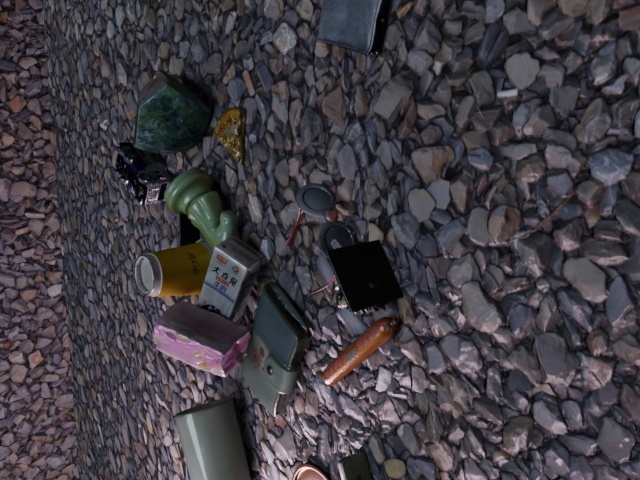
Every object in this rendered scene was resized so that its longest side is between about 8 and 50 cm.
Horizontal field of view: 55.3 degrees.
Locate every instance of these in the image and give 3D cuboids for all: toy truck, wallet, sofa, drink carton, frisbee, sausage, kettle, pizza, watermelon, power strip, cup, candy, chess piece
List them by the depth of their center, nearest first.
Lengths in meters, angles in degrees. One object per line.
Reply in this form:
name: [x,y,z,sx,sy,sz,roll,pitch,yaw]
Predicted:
wallet: [0.073,-0.526,1.416,0.222,0.036,0.168,31,121,46]
sausage: [0.090,0.281,1.529,0.348,0.053,0.053,-51,58,43]
power strip: [0.101,0.640,1.563,0.029,0.079,0.227,-28,74,55]
frisbee: [-0.006,0.769,1.768,0.250,0.021,0.251,14,109,49]
wallet: [-0.142,0.336,1.811,0.252,0.083,0.361,48,132,42]
candy: [-0.359,0.299,1.854,0.264,0.155,0.116,20,118,19]
pizza: [-0.280,-0.312,1.892,0.184,0.036,0.176,-12,88,52]
drink carton: [-0.290,0.148,1.905,0.130,0.106,0.315,32,125,12]
chess piece: [-0.355,-0.077,1.961,0.298,0.175,0.176,49,133,16]
cup: [-0.453,0.098,1.997,0.196,0.279,0.197,5,97,46]
watermelon: [-0.515,-0.443,2.034,0.387,0.228,0.259,-39,58,57]
kettle: [-0.369,0.715,2.067,0.265,0.205,0.318,-24,80,48]
sofa: [-0.474,-0.032,2.147,0.060,0.085,0.147,15,109,46]
toy truck: [-0.650,-0.250,2.274,0.268,0.155,0.124,48,131,31]

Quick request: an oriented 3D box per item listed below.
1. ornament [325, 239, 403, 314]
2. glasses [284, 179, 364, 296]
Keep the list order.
ornament: [0.070,0.124,1.470,0.196,0.153,0.167,-48,59,55]
glasses: [0.000,0.000,1.606,0.234,0.118,0.268,62,157,20]
